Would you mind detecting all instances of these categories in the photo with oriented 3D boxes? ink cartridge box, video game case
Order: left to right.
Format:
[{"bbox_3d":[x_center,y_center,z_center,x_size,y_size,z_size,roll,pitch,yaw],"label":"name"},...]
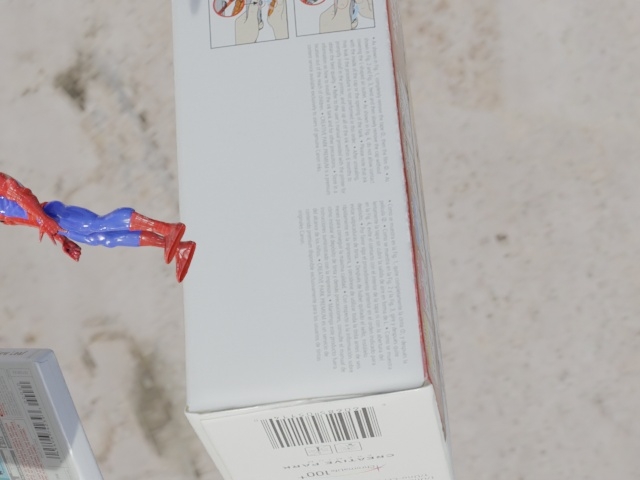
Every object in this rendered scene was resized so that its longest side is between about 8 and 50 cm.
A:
[{"bbox_3d":[-0.231,0.177,1.374,0.023,0.193,0.212,-36,114,-43],"label":"video game case"},{"bbox_3d":[0.000,0.000,1.090,0.130,0.272,0.309,-7,64,5],"label":"ink cartridge box"}]

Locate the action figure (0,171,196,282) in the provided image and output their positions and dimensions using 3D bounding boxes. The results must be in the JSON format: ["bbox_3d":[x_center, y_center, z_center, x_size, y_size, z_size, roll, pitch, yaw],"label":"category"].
[{"bbox_3d":[-0.115,-0.008,0.827,0.115,0.038,0.030,18,77,17],"label":"action figure"}]
